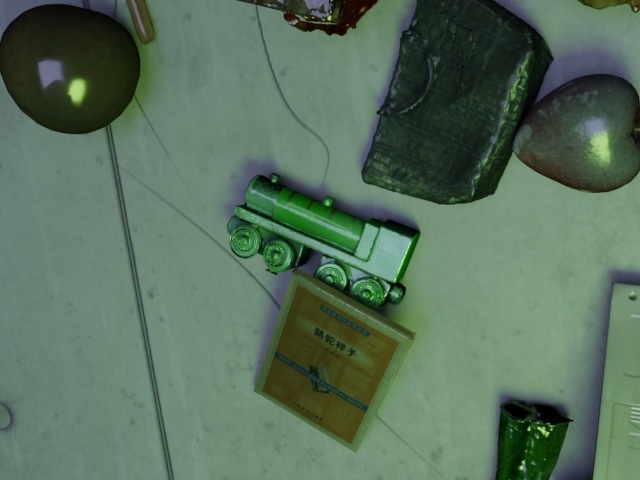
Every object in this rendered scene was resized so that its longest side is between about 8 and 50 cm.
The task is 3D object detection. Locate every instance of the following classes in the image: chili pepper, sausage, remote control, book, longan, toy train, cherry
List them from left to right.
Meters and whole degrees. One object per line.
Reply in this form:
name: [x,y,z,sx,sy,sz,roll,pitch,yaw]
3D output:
longan: [-0.331,-0.225,1.123,0.189,0.189,0.189,4,103,20]
sausage: [-0.248,-0.319,1.141,0.026,0.026,0.116,-16,96,23]
toy train: [0.000,0.000,1.088,0.251,0.085,0.119,24,103,12]
book: [0.009,0.161,1.100,0.170,0.018,0.241,29,132,12]
chili pepper: [0.253,0.314,1.069,0.088,0.059,0.227,9,106,14]
cherry: [0.295,-0.085,0.939,0.148,0.115,0.188,-13,104,-7]
remote control: [0.359,0.188,0.939,0.103,0.055,0.277,6,71,19]

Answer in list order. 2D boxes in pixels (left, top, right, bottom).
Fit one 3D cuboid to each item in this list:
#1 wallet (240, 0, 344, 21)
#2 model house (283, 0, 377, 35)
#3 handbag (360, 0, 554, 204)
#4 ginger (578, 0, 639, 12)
wallet: [-0.015,-0.339,0.830,0.124,0.042,0.230,15,107,10]
model house: [0.045,-0.361,0.932,0.254,0.196,0.160,-36,88,22]
handbag: [0.154,-0.163,1.000,0.175,0.089,0.270,27,110,22]
ginger: [0.269,-0.428,0.856,0.357,0.152,0.274,47,112,4]
